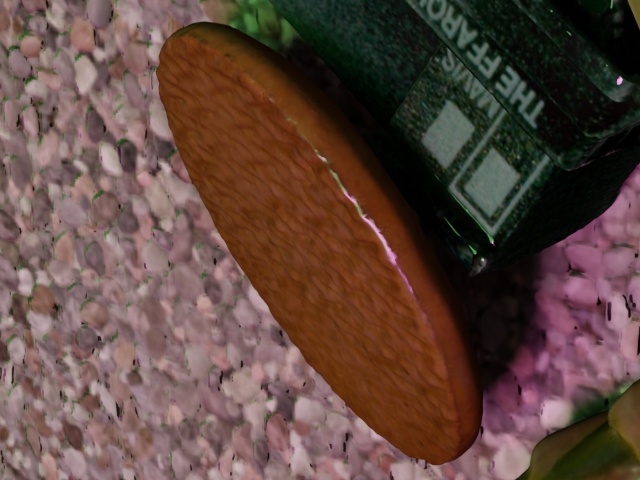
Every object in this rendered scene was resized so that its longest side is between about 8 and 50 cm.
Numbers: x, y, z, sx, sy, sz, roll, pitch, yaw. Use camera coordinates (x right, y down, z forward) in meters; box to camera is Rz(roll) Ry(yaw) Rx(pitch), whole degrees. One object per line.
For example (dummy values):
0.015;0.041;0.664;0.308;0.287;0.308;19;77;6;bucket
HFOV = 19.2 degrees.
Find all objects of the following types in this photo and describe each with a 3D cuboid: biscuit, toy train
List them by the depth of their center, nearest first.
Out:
0.054;-0.135;0.873;0.330;0.138;0.178;49;135;19;toy train
0.000;0.000;0.955;0.262;0.037;0.262;51;164;20;biscuit

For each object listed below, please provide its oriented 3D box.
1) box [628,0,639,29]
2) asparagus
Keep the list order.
0.223;-0.138;0.676;0.177;0.195;0.148;-25;87;44;box
0.183;0.078;0.871;0.080;0.080;0.287;53;130;14;asparagus
